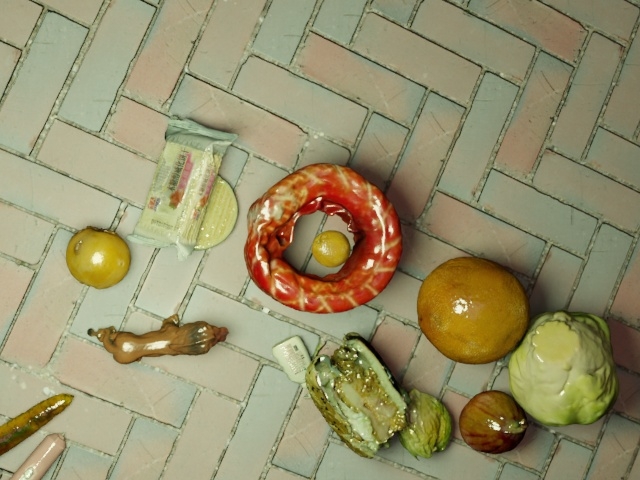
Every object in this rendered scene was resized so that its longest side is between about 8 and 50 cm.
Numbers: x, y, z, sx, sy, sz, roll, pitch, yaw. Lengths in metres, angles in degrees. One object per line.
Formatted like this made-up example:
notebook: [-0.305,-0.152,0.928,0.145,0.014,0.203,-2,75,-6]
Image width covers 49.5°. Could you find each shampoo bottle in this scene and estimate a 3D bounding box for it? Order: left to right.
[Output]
shampoo bottle: [-0.052,0.304,1.646,0.077,0.045,0.151,-28,93,-10]

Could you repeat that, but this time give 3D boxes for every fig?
fig: [0.437,0.442,1.671,0.149,0.202,0.148,-24,110,-43]

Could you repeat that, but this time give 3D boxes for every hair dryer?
hair dryer: [-0.673,0.554,1.477,0.125,0.210,0.352,37,70,-2]

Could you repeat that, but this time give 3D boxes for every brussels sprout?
brussels sprout: [0.244,0.440,1.673,0.139,0.100,0.181,-32,94,-18]
brussels sprout: [0.574,0.301,1.630,0.243,0.317,0.273,15,96,32]

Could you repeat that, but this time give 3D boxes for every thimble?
thimble: [0.000,0.000,1.564,0.351,0.230,0.349,0,89,-11]

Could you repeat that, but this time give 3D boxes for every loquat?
loquat: [-0.492,0.039,1.530,0.141,0.141,0.141,0,90,-9]

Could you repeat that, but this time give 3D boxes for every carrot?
carrot: [-0.689,0.427,1.535,0.314,0.066,0.066,-32,95,-12]

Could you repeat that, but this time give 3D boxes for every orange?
orange: [0.022,0.016,1.416,0.085,0.085,0.084,0,90,-9]
orange: [0.359,0.163,1.617,0.265,0.264,0.264,0,90,-9]

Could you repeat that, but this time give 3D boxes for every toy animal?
toy animal: [-0.361,0.223,1.540,0.313,0.157,0.097,-7,90,-11]

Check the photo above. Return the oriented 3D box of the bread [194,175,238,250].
bread: [-0.249,-0.064,1.619,0.112,0.036,0.192,10,84,-10]

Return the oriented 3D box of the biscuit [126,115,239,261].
biscuit: [-0.317,-0.120,1.567,0.186,0.079,0.308,19,89,25]

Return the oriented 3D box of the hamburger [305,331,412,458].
hamburger: [0.078,0.356,1.603,0.168,0.192,0.288,-36,95,-21]
